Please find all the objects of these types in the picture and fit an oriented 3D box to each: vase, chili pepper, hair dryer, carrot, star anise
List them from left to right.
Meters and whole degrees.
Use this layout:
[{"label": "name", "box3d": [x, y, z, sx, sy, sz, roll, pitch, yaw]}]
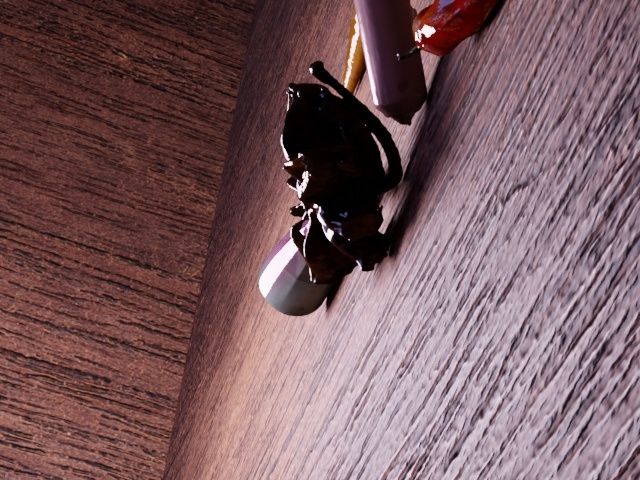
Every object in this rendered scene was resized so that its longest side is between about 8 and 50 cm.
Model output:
[{"label": "vase", "box3d": [0.000, 0.000, 1.895, 0.214, 0.086, 0.086, 123, 161, -51]}, {"label": "star anise", "box3d": [0.022, -0.055, 1.688, 0.220, 0.126, 0.190, 93, 176, -71]}, {"label": "carrot", "box3d": [0.055, -0.265, 2.108, 0.048, 0.048, 0.216, -87, 9, -53]}, {"label": "hair dryer", "box3d": [0.077, -0.293, 1.683, 0.125, 0.210, 0.352, -172, 72, -83]}, {"label": "chili pepper", "box3d": [0.127, -0.211, 1.513, 0.191, 0.050, 0.059, -37, 35, 57]}]
